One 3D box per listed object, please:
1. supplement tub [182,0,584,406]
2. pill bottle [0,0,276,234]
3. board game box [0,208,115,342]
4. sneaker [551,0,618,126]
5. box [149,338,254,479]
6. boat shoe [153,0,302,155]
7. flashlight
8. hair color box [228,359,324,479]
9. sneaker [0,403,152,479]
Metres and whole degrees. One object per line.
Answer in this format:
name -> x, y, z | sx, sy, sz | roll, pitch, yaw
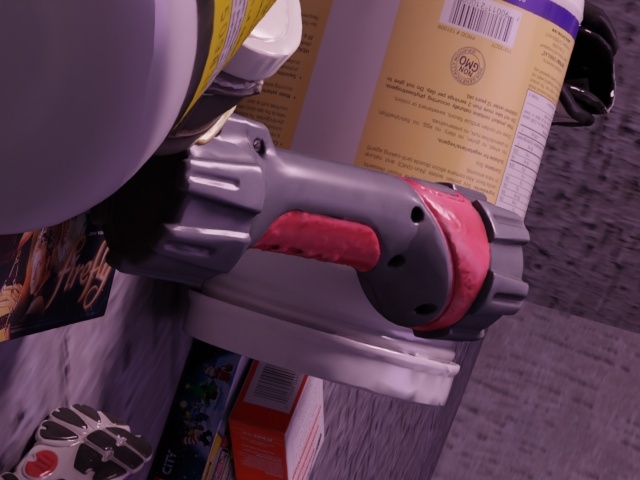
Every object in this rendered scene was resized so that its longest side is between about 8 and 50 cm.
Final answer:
supplement tub -> 0.040, -0.065, 1.294 | 0.241, 0.241, 0.331 | 16, 90, -79
pill bottle -> -0.084, -0.161, 0.702 | 0.334, 0.188, 0.188 | -58, 161, -52
board game box -> -0.152, -0.033, 0.918 | 0.243, 0.042, 0.165 | -14, 119, -77
sneaker -> 0.137, -0.108, 1.646 | 0.447, 0.257, 0.169 | 85, 24, -62
box -> -0.076, 0.121, 1.484 | 0.159, 0.044, 0.233 | 56, 51, -75
boat shoe -> -0.069, -0.155, 0.953 | 0.091, 0.109, 0.305 | -48, -158, 27
flashlight -> 0.000, 0.000, 1.040 | 0.304, 0.103, 0.103 | 8, 54, -47
hair color box -> -0.035, 0.159, 1.481 | 0.167, 0.053, 0.093 | 87, 21, -55
sneaker -> -0.169, 0.161, 1.103 | 0.170, 0.068, 0.071 | -40, 160, -56
